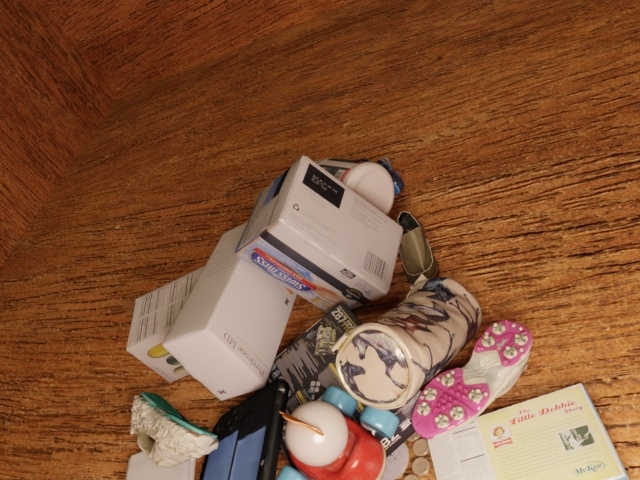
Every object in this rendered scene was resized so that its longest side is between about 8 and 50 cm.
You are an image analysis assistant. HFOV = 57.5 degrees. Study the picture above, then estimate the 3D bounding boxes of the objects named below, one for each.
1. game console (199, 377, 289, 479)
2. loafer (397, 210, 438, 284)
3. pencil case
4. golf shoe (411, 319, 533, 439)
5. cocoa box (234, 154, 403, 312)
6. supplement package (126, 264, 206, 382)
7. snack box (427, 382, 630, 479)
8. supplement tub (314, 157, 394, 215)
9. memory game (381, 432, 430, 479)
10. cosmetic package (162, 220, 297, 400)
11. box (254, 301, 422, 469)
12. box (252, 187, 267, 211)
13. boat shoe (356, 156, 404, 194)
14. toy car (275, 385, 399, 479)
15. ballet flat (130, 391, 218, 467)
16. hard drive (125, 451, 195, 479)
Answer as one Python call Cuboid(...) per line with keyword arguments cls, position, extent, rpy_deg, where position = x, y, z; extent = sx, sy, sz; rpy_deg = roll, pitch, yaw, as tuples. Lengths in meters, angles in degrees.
Cuboid(cls="game console", position=(-0.189, 0.525, 1.264), extent=(0.342, 0.060, 0.386), rpy_deg=(-47, 25, 43))
Cuboid(cls="loafer", position=(0.245, 0.015, 1.565), extent=(0.094, 0.087, 0.251), rpy_deg=(-25, 40, 13))
Cuboid(cls="pencil case", position=(0.189, 0.195, 1.206), extent=(0.183, 0.410, 0.160), rpy_deg=(33, 116, 23))
Cuboid(cls="golf shoe", position=(0.317, 0.301, 1.175), extent=(0.306, 0.140, 0.115), rpy_deg=(-38, 44, -12))
Cuboid(cls="cocoa box", position=(0.000, 0.000, 1.514), extent=(0.228, 0.347, 0.231), rpy_deg=(-33, 30, 46))
Cuboid(cls="supplement package", position=(-0.385, 0.246, 1.702), extent=(0.263, 0.199, 0.198), rpy_deg=(-25, 40, 15))
Cuboid(cls="snack box", position=(0.374, 0.408, 1.093), extent=(0.322, 0.060, 0.187), rpy_deg=(-24, 41, 15))
Cuboid(cls="supplement tub", position=(0.072, -0.150, 1.764), extent=(0.191, 0.191, 0.272), rpy_deg=(-49, 33, -16))
Cuboid(cls="memory game", position=(0.143, 0.457, 1.215), extent=(0.186, 0.012, 0.186), rpy_deg=(-22, 39, 19))
Cuboid(cls="cosmetic package", position=(-0.210, 0.165, 1.559), extent=(0.161, 0.230, 0.453), rpy_deg=(-23, 29, 29))
Cuboid(cls="box", position=(0.031, 0.354, 1.341), extent=(0.318, 0.097, 0.395), rpy_deg=(-43, 33, -2))
Cuboid(cls="box", position=(-0.167, -0.127, 2.063), extent=(0.164, 0.021, 0.201), rpy_deg=(-21, 41, 18))
Cuboid(cls="boat shoe", position=(0.180, -0.222, 1.841), extent=(0.089, 0.109, 0.258), rpy_deg=(-42, 41, -13))
Cuboid(cls="toy car", position=(-0.008, 0.360, 1.081), extent=(0.210, 0.238, 0.219), rpy_deg=(11, 60, 44))
Cuboid(cls="ballet flat", position=(-0.377, 0.488, 1.452), extent=(0.147, 0.147, 0.409), rpy_deg=(-54, 26, -21))
Cuboid(cls="hard drive", position=(-0.405, 0.653, 1.433), extent=(0.203, 0.040, 0.307), rpy_deg=(-24, 39, 14))
